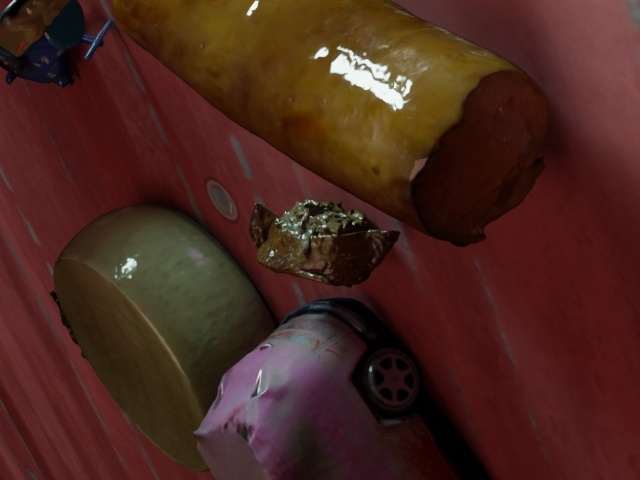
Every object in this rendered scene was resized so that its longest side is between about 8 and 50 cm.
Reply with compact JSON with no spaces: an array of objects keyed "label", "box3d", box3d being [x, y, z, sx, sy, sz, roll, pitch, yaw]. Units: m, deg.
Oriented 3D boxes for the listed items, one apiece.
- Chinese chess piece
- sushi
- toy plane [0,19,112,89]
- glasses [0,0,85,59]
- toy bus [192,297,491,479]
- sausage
[{"label":"Chinese chess piece","box3d":[-0.123,0.076,1.152,0.238,0.092,0.237,40,151,27]},{"label":"sushi","box3d":[0.000,0.000,0.889,0.052,0.055,0.120,16,179,-27]},{"label":"toy plane","box3d":[-0.204,-0.144,1.081,0.062,0.054,0.167,36,161,-20]},{"label":"glasses","box3d":[-0.120,-0.222,0.703,0.207,0.102,0.239,-28,53,56]},{"label":"toy bus","box3d":[0.041,0.194,0.962,0.302,0.147,0.127,56,149,-4]},{"label":"sausage","box3d":[-0.004,-0.095,0.731,0.270,0.109,0.109,36,149,33]}]
